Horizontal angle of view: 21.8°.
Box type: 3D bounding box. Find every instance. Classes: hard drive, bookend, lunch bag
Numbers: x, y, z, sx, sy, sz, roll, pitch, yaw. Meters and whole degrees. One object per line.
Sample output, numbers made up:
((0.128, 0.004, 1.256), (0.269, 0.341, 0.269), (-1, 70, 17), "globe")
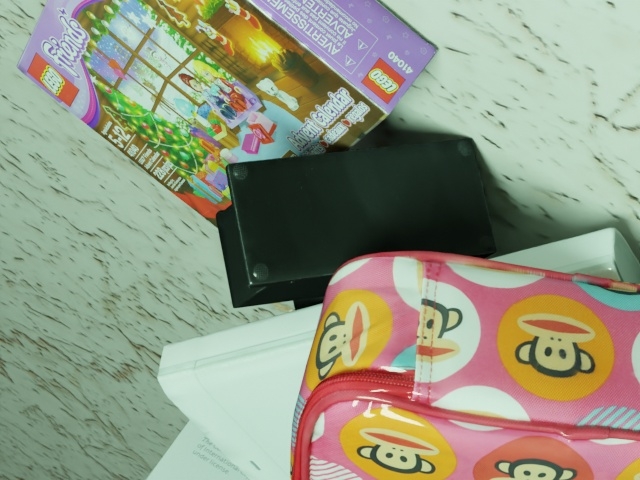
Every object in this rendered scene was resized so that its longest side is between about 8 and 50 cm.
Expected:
((0.079, 0.101, 1.057), (0.307, 0.040, 0.203), (-15, 135, 26), "hard drive")
((0.000, 0.000, 1.020), (0.157, 0.156, 0.072), (145, 116, -66), "bookend")
((0.128, 0.130, 0.969), (0.293, 0.120, 0.258), (9, 144, 2), "lunch bag")

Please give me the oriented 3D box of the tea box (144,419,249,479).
((0.027, 0.295, 1.453), (0.329, 0.220, 0.323), (29, 156, 16), "tea box")

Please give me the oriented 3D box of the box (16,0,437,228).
((-0.073, -0.113, 1.039), (0.201, 0.057, 0.293), (39, 156, -6), "box")

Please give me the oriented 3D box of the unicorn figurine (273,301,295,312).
((0.004, 0.032, 1.216), (0.111, 0.060, 0.162), (34, 172, 5), "unicorn figurine")
